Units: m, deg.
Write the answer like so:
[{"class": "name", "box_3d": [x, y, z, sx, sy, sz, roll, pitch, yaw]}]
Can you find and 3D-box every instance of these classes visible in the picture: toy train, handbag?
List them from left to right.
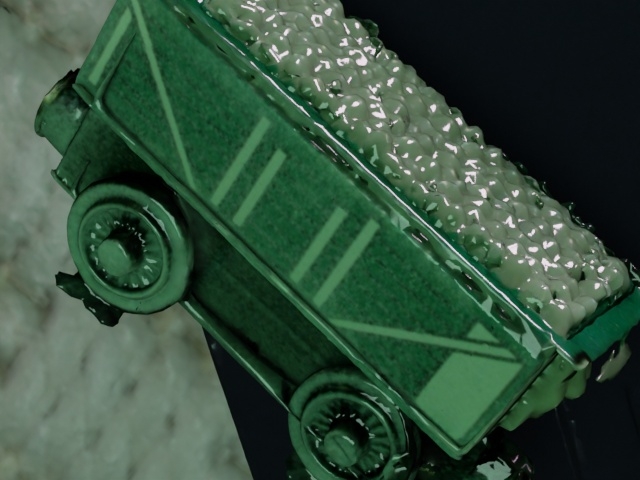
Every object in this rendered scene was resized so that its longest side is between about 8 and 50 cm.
[{"class": "toy train", "box_3d": [0.000, 0.000, 0.709, 0.269, 0.115, 0.154, 43, 119, 12]}, {"class": "handbag", "box_3d": [0.087, -0.001, 0.794, 0.303, 0.122, 0.329, -13, 100, 28]}]
